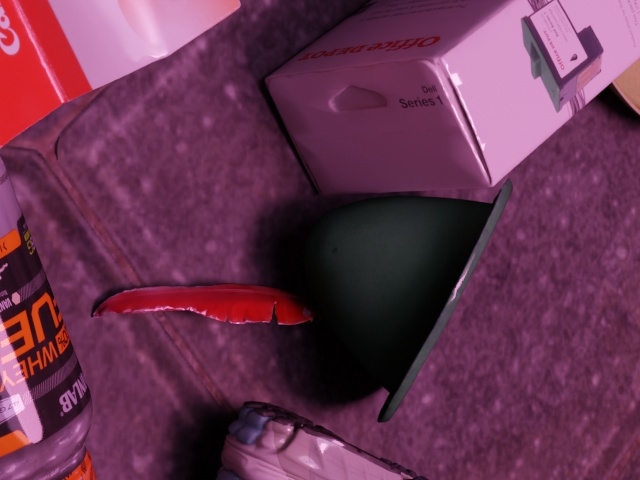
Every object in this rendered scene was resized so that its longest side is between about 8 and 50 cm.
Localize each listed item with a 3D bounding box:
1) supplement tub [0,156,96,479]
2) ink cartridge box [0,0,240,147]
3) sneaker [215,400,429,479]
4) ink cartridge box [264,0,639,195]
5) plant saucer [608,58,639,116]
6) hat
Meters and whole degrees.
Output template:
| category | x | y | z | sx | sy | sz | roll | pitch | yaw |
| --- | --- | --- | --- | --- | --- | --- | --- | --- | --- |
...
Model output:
| category | x | y | z | sx | sy | sz | roll | pitch | yaw |
| --- | --- | --- | --- | --- | --- | --- | --- | --- | --- |
| supplement tub | -0.188 | 0.054 | 0.990 | 0.117 | 0.117 | 0.190 | -31 | 109 | -38 |
| ink cartridge box | -0.142 | -0.155 | 1.088 | 0.179 | 0.045 | 0.145 | -40 | 114 | -38 |
| sneaker | 0.031 | 0.199 | 1.211 | 0.283 | 0.110 | 0.122 | 30 | 87 | -35 |
| ink cartridge box | 0.098 | -0.120 | 1.223 | 0.219 | 0.160 | 0.092 | -40 | 114 | -34 |
| plant saucer | 0.259 | -0.193 | 1.446 | 0.241 | 0.037 | 0.241 | 4 | 83 | -40 |
| hat | 0.000 | 0.000 | 1.202 | 0.183 | 0.208 | 0.173 | 27 | 98 | 3 |
